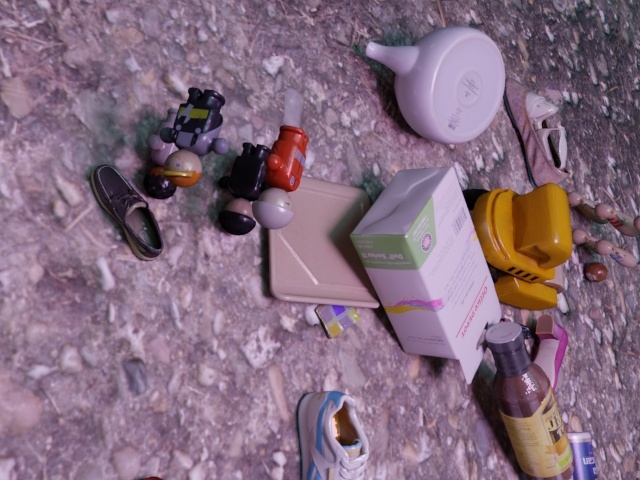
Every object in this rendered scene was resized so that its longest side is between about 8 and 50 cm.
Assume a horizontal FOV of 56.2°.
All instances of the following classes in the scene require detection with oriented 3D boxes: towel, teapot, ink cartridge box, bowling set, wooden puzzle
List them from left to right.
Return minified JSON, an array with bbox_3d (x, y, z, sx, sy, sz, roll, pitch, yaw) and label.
[{"bbox_3d":[0.000,0.000,1.045,0.220,0.044,0.239,9,65,-36],"label":"wooden puzzle"},{"bbox_3d":[0.031,0.129,1.042,0.083,0.009,0.060,-25,90,-41],"label":"towel"},{"bbox_3d":[0.206,0.068,1.093,0.207,0.119,0.354,-51,126,-37],"label":"ink cartridge box"},{"bbox_3d":[0.251,-0.328,1.267,0.252,0.187,0.256,-30,122,-22],"label":"teapot"},{"bbox_3d":[0.724,0.004,1.530,0.154,0.287,0.200,24,95,-23],"label":"bowling set"}]

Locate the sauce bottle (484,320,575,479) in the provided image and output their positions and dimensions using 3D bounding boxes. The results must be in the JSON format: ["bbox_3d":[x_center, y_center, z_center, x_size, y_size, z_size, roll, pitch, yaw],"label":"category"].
[{"bbox_3d":[0.398,0.316,1.156,0.111,0.111,0.345,-42,117,-39],"label":"sauce bottle"}]

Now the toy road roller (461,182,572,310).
[{"bbox_3d":[0.440,0.006,1.255,0.329,0.240,0.203,20,64,-32],"label":"toy road roller"}]

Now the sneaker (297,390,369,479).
[{"bbox_3d":[0.027,0.346,0.912,0.087,0.092,0.229,-5,79,-41],"label":"sneaker"}]

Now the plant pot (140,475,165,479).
[{"bbox_3d":[-0.204,0.437,0.604,0.267,0.267,0.236,-17,97,-40],"label":"plant pot"}]

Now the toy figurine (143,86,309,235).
[{"bbox_3d":[-0.141,-0.101,0.858,0.209,0.213,0.148,20,80,-29],"label":"toy figurine"}]

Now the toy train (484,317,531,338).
[{"bbox_3d":[0.406,0.187,1.308,0.158,0.027,0.036,19,61,-33],"label":"toy train"}]

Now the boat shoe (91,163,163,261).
[{"bbox_3d":[-0.263,-0.044,0.841,0.056,0.049,0.152,-39,100,-39],"label":"boat shoe"}]

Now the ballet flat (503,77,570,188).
[{"bbox_3d":[0.568,-0.288,1.544,0.107,0.106,0.316,-12,82,-40],"label":"ballet flat"}]

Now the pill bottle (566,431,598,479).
[{"bbox_3d":[0.530,0.491,1.258,0.094,0.094,0.170,10,69,-36],"label":"pill bottle"}]

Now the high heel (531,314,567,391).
[{"bbox_3d":[0.497,0.293,1.325,0.117,0.082,0.244,44,51,-39],"label":"high heel"}]
